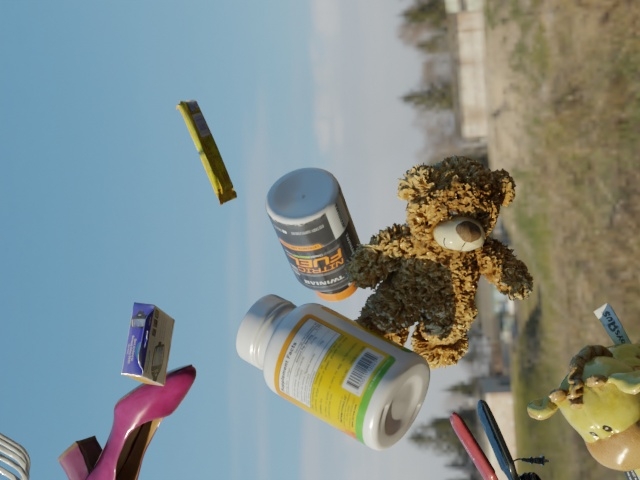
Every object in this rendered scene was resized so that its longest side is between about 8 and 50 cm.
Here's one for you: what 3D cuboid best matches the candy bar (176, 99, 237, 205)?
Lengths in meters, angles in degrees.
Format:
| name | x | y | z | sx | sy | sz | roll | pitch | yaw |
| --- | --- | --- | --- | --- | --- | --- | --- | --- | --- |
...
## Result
| name | x | y | z | sx | sy | sz | roll | pitch | yaw |
| --- | --- | --- | --- | --- | --- | --- | --- | --- | --- |
| candy bar | -0.161 | -0.129 | 1.614 | 0.040 | 0.018 | 0.161 | -25 | -89 | -49 |

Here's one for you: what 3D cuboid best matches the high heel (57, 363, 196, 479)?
| name | x | y | z | sx | sy | sz | roll | pitch | yaw |
| --- | --- | --- | --- | --- | --- | --- | --- | --- | --- |
| high heel | -0.310 | 0.373 | 2.012 | 0.127 | 0.377 | 0.181 | -13 | -114 | -54 |

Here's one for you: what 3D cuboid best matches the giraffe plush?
| name | x | y | z | sx | sy | sz | roll | pitch | yaw |
| --- | --- | --- | --- | --- | --- | --- | --- | --- | --- |
| giraffe plush | 0.310 | 0.159 | 1.126 | 0.170 | 0.210 | 0.181 | -9 | -41 | -52 |

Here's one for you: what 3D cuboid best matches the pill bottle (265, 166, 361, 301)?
| name | x | y | z | sx | sy | sz | roll | pitch | yaw |
| --- | --- | --- | --- | --- | --- | --- | --- | --- | --- |
| pill bottle | 0.000 | 0.000 | 1.950 | 0.246 | 0.130 | 0.130 | 67 | -160 | -47 |

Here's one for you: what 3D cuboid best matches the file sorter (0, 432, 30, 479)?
| name | x | y | z | sx | sy | sz | roll | pitch | yaw |
| --- | --- | --- | --- | --- | --- | --- | --- | --- | --- |
| file sorter | -0.429 | 0.287 | 1.242 | 0.193 | 0.173 | 0.277 | -59 | 10 | -10 |

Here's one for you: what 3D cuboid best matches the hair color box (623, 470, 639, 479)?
| name | x | y | z | sx | sy | sz | roll | pitch | yaw |
| --- | --- | --- | --- | --- | --- | --- | --- | --- | --- |
| hair color box | 0.505 | 0.208 | 1.380 | 0.185 | 0.113 | 0.374 | 67 | 151 | 13 |

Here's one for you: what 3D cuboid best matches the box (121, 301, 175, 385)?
| name | x | y | z | sx | sy | sz | roll | pitch | yaw |
| --- | --- | --- | --- | --- | --- | --- | --- | --- | --- |
| box | -0.196 | 0.118 | 1.285 | 0.136 | 0.028 | 0.081 | 66 | -149 | -76 |

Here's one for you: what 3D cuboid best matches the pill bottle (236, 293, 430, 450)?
| name | x | y | z | sx | sy | sz | roll | pitch | yaw |
| --- | --- | --- | --- | --- | --- | --- | --- | --- | --- |
| pill bottle | 0.011 | 0.166 | 1.518 | 0.136 | 0.245 | 0.136 | -38 | -38 | -38 |

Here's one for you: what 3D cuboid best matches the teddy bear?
| name | x | y | z | sx | sy | sz | roll | pitch | yaw |
| --- | --- | --- | --- | --- | --- | --- | --- | --- | --- |
| teddy bear | 0.155 | 0.050 | 1.537 | 0.338 | 0.245 | 0.113 | -53 | 8 | 35 |

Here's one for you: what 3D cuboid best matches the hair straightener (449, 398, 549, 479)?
| name | x | y | z | sx | sy | sz | roll | pitch | yaw |
| --- | --- | --- | --- | --- | --- | --- | --- | --- | --- |
| hair straightener | 0.257 | 0.300 | 1.434 | 0.230 | 0.089 | 0.047 | 59 | 165 | 23 |
